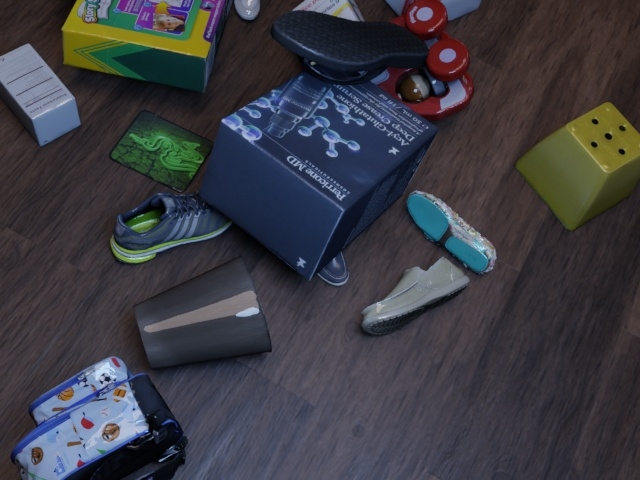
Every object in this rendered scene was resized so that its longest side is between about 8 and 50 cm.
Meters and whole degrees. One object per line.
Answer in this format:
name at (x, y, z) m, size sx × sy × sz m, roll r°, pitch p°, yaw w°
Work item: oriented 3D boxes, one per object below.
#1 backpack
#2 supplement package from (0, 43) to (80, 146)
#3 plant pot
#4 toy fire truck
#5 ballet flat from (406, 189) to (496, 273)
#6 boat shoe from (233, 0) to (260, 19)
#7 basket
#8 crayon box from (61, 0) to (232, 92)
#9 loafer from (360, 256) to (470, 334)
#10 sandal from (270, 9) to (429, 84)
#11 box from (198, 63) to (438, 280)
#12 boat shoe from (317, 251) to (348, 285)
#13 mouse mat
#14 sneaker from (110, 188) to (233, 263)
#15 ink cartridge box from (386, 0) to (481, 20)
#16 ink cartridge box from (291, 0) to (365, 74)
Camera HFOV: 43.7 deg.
backpack at (-0.385, 0.338, 1.357) m, size 0.263 × 0.276 × 0.213 m, roll -35°, pitch 69°, yaw -16°
supplement package at (-0.616, -0.314, 1.722) m, size 0.105 × 0.105 × 0.179 m, roll -35°, pitch 74°, yaw -23°
plant pot at (0.615, -0.187, 1.820) m, size 0.212 × 0.187 × 0.212 m, roll -28°, pitch 71°, yaw -22°
toy fire truck at (0.213, -0.405, 1.896) m, size 0.254 × 0.169 × 0.302 m, roll -24°, pitch 67°, yaw 6°
ballet flat at (0.289, -0.021, 1.754) m, size 0.241 × 0.091 × 0.077 m, roll 46°, pitch 35°, yaw 9°
boat shoe at (-0.177, -0.633, 1.980) m, size 0.066 × 0.063 × 0.184 m, roll 7°, pitch 62°, yaw -6°
basket at (-0.232, 0.152, 1.532) m, size 0.227 × 0.154 × 0.204 m, roll -16°, pitch 66°, yaw -13°
crayon box at (-0.382, -0.517, 1.830) m, size 0.313 × 0.106 × 0.363 m, roll 11°, pitch 49°, yaw -3°
loafer at (0.184, 0.112, 1.652) m, size 0.268 × 0.102 × 0.092 m, roll -21°, pitch 67°, yaw -29°
sandal at (0.067, -0.380, 1.654) m, size 0.445 × 0.107 × 0.167 m, roll -10°, pitch 51°, yaw -48°
box at (0.001, -0.161, 1.626) m, size 0.293 × 0.212 × 0.395 m, roll 37°, pitch 45°, yaw 11°
boat shoe at (0.000, 0.000, 1.690) m, size 0.075 × 0.065 × 0.206 m, roll -21°, pitch 68°, yaw -17°
mouse mat at (-0.350, -0.200, 1.767) m, size 0.189 × 0.007 × 0.153 m, roll 26°, pitch 62°, yaw 3°
sneaker at (-0.287, -0.052, 1.637) m, size 0.300 × 0.121 × 0.111 m, roll -28°, pitch 71°, yaw -21°
ink cartridge box at (0.254, -0.706, 2.054) m, size 0.226 × 0.131 × 0.306 m, roll -30°, pitch 73°, yaw -21°
ink cartridge box at (0.031, -0.481, 1.885) m, size 0.154 × 0.093 × 0.212 m, roll -32°, pitch 65°, yaw 20°
